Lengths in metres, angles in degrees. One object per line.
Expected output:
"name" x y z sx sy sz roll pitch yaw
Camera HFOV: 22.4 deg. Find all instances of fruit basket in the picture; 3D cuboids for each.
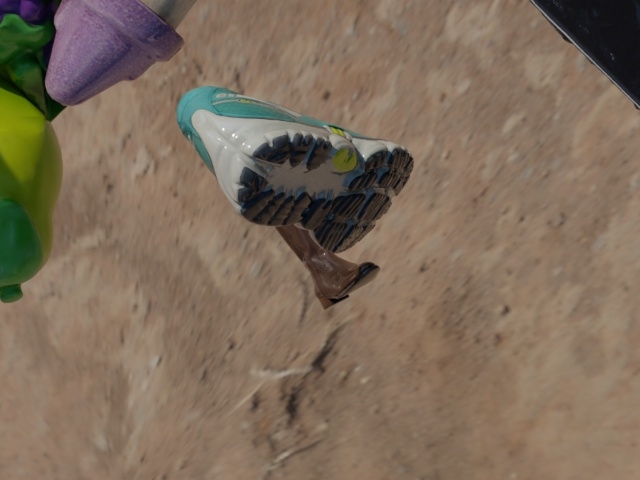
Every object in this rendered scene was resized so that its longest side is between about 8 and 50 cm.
"fruit basket" -0.368 -0.127 1.542 0.283 0.392 0.392 32 77 -30

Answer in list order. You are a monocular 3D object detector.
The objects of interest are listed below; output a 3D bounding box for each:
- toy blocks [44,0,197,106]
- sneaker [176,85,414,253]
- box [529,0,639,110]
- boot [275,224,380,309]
"toy blocks" -0.233 -0.106 0.604 0.309 0.288 0.260 38 90 31
"sneaker" -0.014 -0.067 1.297 0.110 0.275 0.107 42 100 28
"box" 0.359 -0.246 1.220 0.182 0.294 0.296 49 123 22
"boot" 0.000 0.000 1.497 0.037 0.106 0.114 -24 83 -34
